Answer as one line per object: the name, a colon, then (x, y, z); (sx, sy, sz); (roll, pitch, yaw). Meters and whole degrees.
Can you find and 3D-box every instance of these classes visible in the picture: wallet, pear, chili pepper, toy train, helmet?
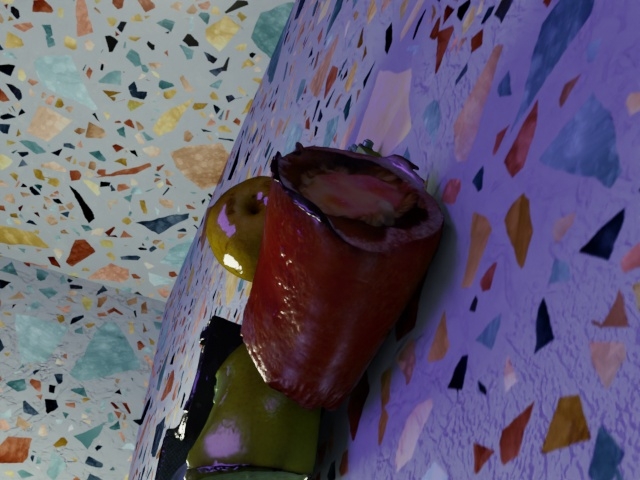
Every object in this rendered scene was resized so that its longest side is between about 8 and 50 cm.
wallet: (-0.236, 0.471, 1.529); (0.055, 0.160, 0.236); (94, -178, -53)
pear: (-0.090, 0.250, 1.176); (0.292, 0.159, 0.293); (-164, 90, -86)
chili pepper: (-0.004, 0.043, 1.034); (0.251, 0.229, 0.305); (55, 131, 38)
toy train: (0.061, -0.103, 1.326); (0.122, 0.050, 0.081); (-67, 22, 15)
helmet: (-0.165, 0.269, 1.500); (0.279, 0.160, 0.231); (112, 171, -72)
pear: (-0.108, -0.015, 1.539); (0.209, 0.208, 0.209); (-162, 90, -76)

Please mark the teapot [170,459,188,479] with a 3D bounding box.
teapot: (-0.176, 0.450, 1.396); (0.232, 0.158, 0.159); (-83, 16, -61)
